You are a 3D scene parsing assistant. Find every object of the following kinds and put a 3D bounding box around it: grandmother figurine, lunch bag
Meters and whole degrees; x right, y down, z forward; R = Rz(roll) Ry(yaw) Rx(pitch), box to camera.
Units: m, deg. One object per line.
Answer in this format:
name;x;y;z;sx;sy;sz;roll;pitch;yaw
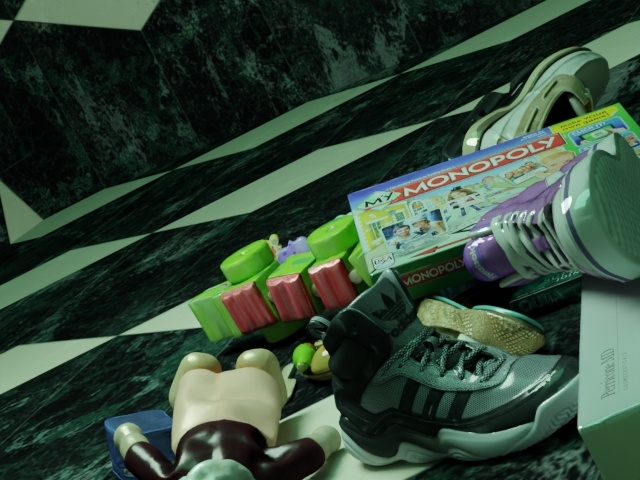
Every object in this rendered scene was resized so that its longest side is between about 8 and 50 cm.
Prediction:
grandmother figurine;-0.085;0.197;1.391;0.208;0.104;0.342;-12;16;5
lunch bag;-0.183;0.218;1.574;0.067;0.065;0.098;-10;9;-18

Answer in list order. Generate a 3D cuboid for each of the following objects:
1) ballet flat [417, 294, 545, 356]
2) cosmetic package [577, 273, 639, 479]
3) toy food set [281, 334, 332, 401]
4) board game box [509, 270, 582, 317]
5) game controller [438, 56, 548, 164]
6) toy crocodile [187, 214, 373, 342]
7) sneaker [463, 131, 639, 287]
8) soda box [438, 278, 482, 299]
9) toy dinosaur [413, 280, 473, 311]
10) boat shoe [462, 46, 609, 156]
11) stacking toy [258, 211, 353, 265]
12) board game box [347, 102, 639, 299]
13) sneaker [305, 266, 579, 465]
ballet flat;0.142;0.097;1.428;0.067;0.073;0.206;-58;16;-10
cosmetic package;0.336;0.044;1.114;0.284;0.097;0.377;-23;13;17
toy food set;0.029;0.109;1.639;0.192;0.038;0.132;-25;12;11
board game box;0.284;0.016;1.509;0.186;0.026;0.126;-22;13;23
game controller;0.259;-0.174;2.214;0.166;0.067;0.319;-35;7;30
toy crocodile;-0.027;0.056;1.797;0.340;0.115;0.105;-17;16;37
sneaker;0.186;0.002;1.210;0.161;0.102;0.282;-29;0;17
soda box;0.137;0.008;1.760;0.071;0.067;0.210;-28;12;-6
toy dinosaur;0.107;0.051;1.602;0.112;0.064;0.211;-4;11;18
boat shoe;0.316;-0.163;2.034;0.103;0.113;0.302;10;40;40
stacking toy;0.000;0.000;2.128;0.221;0.052;0.167;-25;12;6
board game box;0.194;-0.041;1.584;0.317;0.046;0.213;-19;25;3
sneaker;0.096;0.099;1.264;0.268;0.153;0.101;-16;17;44
